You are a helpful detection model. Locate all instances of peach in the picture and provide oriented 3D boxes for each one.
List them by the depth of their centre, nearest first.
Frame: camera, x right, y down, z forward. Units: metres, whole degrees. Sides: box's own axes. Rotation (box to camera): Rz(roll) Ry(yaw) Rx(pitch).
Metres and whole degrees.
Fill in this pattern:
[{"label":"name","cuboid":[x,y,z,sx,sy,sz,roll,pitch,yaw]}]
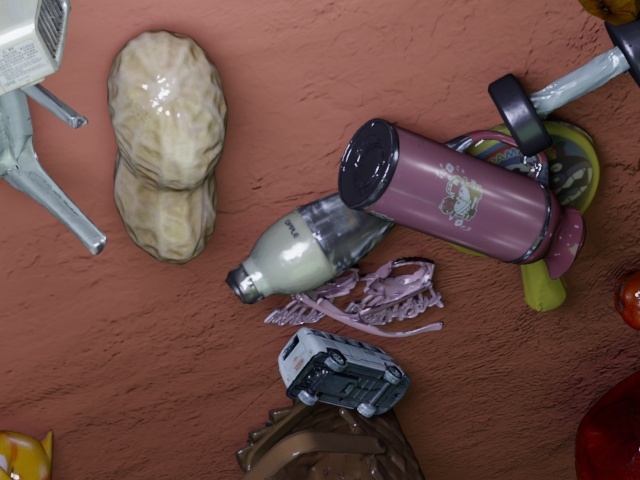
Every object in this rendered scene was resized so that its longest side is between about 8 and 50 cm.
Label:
[{"label":"peach","cuboid":[0.583,0.357,2.137,0.388,0.388,0.388,-13,141,-11]}]

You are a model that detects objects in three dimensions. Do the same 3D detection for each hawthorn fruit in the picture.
[{"label":"hawthorn fruit","cuboid":[0.463,0.088,1.969,0.093,0.093,0.093,-13,141,-11]}]

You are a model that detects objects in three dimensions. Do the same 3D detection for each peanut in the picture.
[{"label":"peanut","cuboid":[-0.159,-0.088,1.439,0.120,0.136,0.298,-13,142,-16]}]

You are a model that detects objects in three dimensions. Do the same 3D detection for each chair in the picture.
[{"label":"chair","cuboid":[-0.365,-0.088,1.306,0.190,0.274,0.203,-33,146,-25]}]

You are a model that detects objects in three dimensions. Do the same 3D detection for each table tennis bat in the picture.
[{"label":"table tennis bat","cuboid":[0.266,-0.022,1.780,0.224,0.054,0.369,-21,138,3]}]

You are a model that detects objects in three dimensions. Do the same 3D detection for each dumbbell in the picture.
[{"label":"dumbbell","cuboid":[0.296,-0.181,1.566,0.191,0.100,0.100,-28,141,10]}]

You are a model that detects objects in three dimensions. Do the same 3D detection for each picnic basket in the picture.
[{"label":"picnic basket","cuboid":[-0.005,0.364,1.918,0.254,0.291,0.321,-44,145,25]}]

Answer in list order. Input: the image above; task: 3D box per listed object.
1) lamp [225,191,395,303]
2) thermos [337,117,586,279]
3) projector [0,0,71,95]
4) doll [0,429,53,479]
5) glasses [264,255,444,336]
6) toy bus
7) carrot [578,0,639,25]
[{"label":"lamp","cuboid":[0.000,0.000,1.652,0.250,0.101,0.101,-32,142,-7]},{"label":"thermos","cuboid":[0.188,-0.055,1.638,0.330,0.136,0.109,19,153,-28]},{"label":"projector","cuboid":[-0.291,-0.222,1.110,0.193,0.270,0.088,-23,145,2]},{"label":"doll","cuboid":[-0.474,0.322,1.762,0.269,0.162,0.167,9,102,-25]},{"label":"glasses","cuboid":[0.060,0.095,1.793,0.255,0.095,0.162,0,156,-22]},{"label":"toy bus","cuboid":[0.032,0.180,1.878,0.193,0.089,0.087,17,119,-40]},{"label":"carrot","cuboid":[0.271,-0.313,1.428,0.070,0.070,0.260,-33,138,15]}]
